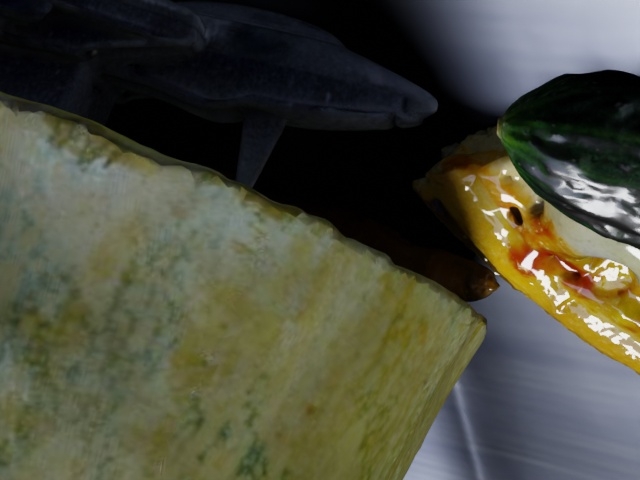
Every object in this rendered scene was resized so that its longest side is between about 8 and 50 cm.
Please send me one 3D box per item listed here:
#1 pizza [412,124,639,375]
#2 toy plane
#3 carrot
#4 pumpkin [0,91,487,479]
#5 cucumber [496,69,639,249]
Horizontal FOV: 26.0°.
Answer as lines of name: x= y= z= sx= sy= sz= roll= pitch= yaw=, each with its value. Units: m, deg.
pizza: x=0.135 y=0.003 z=0.455 sx=0.185 sy=0.036 sz=0.176 roll=36 pitch=150 yaw=-4
toy plane: x=-0.089 y=-0.067 z=0.524 sx=0.267 sy=0.088 sz=0.212 roll=22 pitch=171 yaw=17
carrot: x=0.001 y=-0.001 z=0.585 sx=0.165 sy=0.035 sz=0.035 roll=16 pitch=145 yaw=25
pumpkin: x=-0.119 y=0.069 z=0.533 sx=0.332 sy=0.199 sz=0.332 roll=15 pitch=171 yaw=2
cucumber: x=0.148 y=0.001 z=0.379 sx=0.215 sy=0.058 sz=0.052 roll=21 pitch=165 yaw=-6
